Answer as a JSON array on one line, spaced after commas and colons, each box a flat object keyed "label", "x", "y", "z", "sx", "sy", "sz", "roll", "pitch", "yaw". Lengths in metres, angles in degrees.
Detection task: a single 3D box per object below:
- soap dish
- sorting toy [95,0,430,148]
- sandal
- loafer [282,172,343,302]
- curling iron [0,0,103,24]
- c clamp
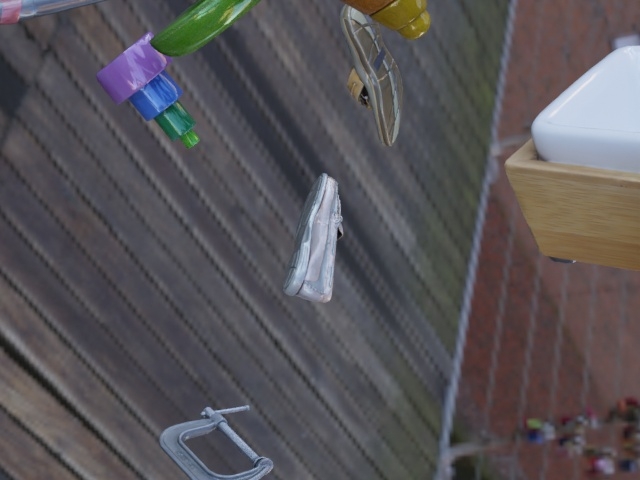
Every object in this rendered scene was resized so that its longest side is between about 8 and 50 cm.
[{"label": "soap dish", "x": 0.299, "y": -0.064, "z": 1.055, "sx": 0.291, "sy": 0.229, "sz": 0.118, "roll": -37, "pitch": 131, "yaw": -56}, {"label": "sorting toy", "x": -0.040, "y": -0.166, "z": 1.098, "sx": 0.126, "sy": 0.365, "sz": 0.127, "roll": 51, "pitch": 45, "yaw": -13}, {"label": "sandal", "x": 0.052, "y": -0.191, "z": 1.531, "sx": 0.072, "sy": 0.049, "sz": 0.180, "roll": -60, "pitch": 136, "yaw": -44}, {"label": "loafer", "x": 0.000, "y": 0.000, "z": 1.130, "sx": 0.039, "sy": 0.045, "sz": 0.125, "roll": 24, "pitch": 52, "yaw": -11}, {"label": "curling iron", "x": -0.316, "y": -0.241, "z": 1.369, "sx": 0.274, "sy": 0.068, "sz": 0.035, "roll": -17, "pitch": 112, "yaw": -18}, {"label": "c clamp", "x": -0.110, "y": 0.235, "z": 1.541, "sx": 0.137, "sy": 0.160, "sz": 0.022, "roll": -5, "pitch": 117, "yaw": -29}]
